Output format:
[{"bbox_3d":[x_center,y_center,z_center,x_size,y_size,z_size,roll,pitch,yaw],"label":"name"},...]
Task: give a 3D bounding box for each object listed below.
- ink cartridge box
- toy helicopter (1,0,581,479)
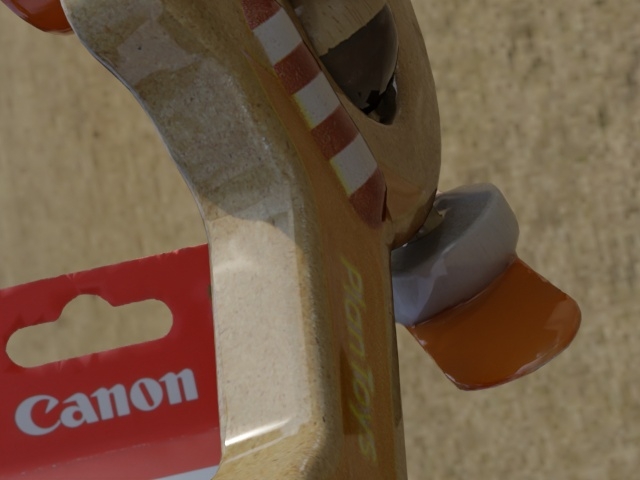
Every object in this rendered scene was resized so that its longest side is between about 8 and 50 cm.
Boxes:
[{"bbox_3d":[-0.078,0.126,0.740,0.066,0.189,0.232,173,84,-86],"label":"ink cartridge box"},{"bbox_3d":[0.000,0.000,0.554,0.235,0.140,0.355,47,-152,-42],"label":"toy helicopter"}]
